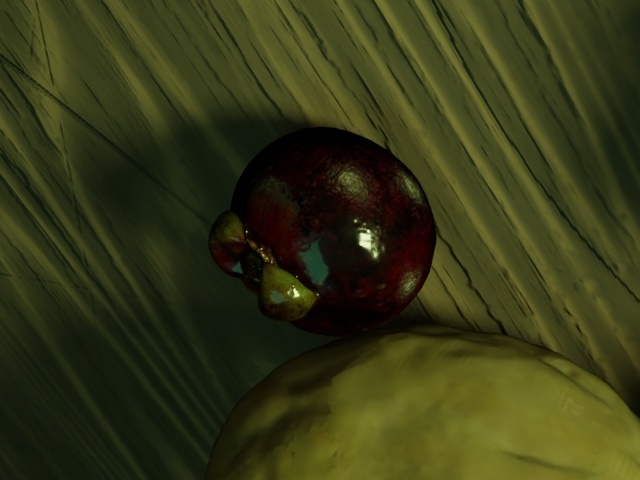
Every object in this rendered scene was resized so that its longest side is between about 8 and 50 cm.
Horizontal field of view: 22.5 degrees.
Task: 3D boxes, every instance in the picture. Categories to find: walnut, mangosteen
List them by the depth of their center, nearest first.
[{"bbox_3d":[0.000,0.000,1.092,0.152,0.152,0.152,23,139,22],"label":"mangosteen"},{"bbox_3d":[0.088,0.237,1.112,0.381,0.381,0.381,23,139,22],"label":"walnut"}]
